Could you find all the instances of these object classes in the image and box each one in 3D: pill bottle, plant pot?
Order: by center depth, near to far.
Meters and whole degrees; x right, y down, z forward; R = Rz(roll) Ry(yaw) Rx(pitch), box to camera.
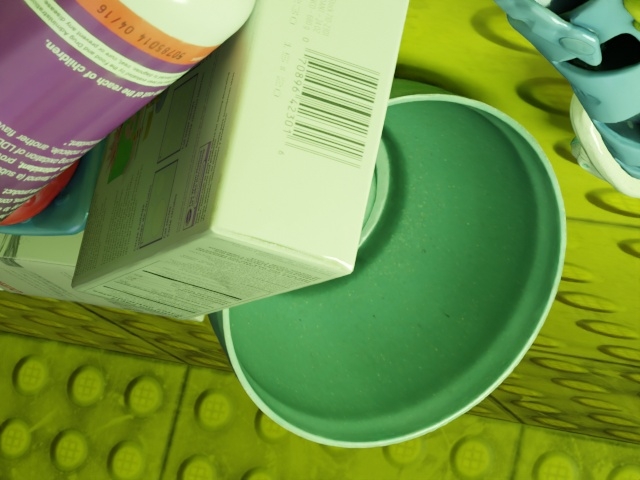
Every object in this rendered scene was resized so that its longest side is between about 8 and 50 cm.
[{"bbox_3d":[-0.203,-0.110,0.970,0.323,0.181,0.181,-36,143,22],"label":"pill bottle"},{"bbox_3d":[0.022,-0.007,1.367,0.293,0.293,0.196,22,-169,-32],"label":"plant pot"}]

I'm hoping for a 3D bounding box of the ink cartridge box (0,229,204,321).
[{"bbox_3d":[-0.288,0.000,1.986,0.283,0.117,0.207,7,166,24],"label":"ink cartridge box"}]

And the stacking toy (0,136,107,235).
[{"bbox_3d":[-0.313,-0.111,1.320,0.165,0.175,0.302,4,173,37],"label":"stacking toy"}]

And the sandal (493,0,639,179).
[{"bbox_3d":[0.171,-0.132,0.976,0.138,0.126,0.317,12,159,21],"label":"sandal"}]

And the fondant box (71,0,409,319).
[{"bbox_3d":[-0.058,-0.085,1.115,0.096,0.238,0.330,17,167,-20],"label":"fondant box"}]

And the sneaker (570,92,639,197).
[{"bbox_3d":[0.222,-0.071,1.274,0.094,0.080,0.212,19,174,37],"label":"sneaker"}]
